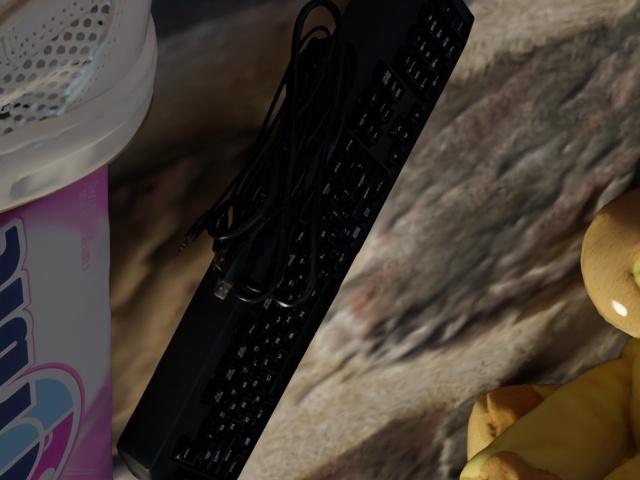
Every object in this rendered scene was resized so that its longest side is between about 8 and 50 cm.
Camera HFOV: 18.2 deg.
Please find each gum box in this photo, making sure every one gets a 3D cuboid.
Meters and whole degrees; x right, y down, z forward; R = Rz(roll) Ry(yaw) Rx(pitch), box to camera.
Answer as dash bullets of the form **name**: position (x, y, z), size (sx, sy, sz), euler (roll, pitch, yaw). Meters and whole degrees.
- **gum box**: position (-0.117, 0.055, 0.572), size (0.107, 0.062, 0.188), euler (-42, 151, -36)

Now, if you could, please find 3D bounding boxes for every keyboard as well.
- **keyboard**: position (0.000, 0.000, 0.631), size (0.192, 0.038, 0.100), euler (-63, 151, -5)

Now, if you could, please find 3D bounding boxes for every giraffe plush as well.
- **giraffe plush**: position (0.166, 0.046, 0.844), size (0.210, 0.181, 0.171), euler (-10, 118, -25)

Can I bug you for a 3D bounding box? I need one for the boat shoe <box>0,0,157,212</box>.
- **boat shoe**: position (-0.153, -0.032, 0.433), size (0.277, 0.098, 0.096), euler (-31, 149, -34)
